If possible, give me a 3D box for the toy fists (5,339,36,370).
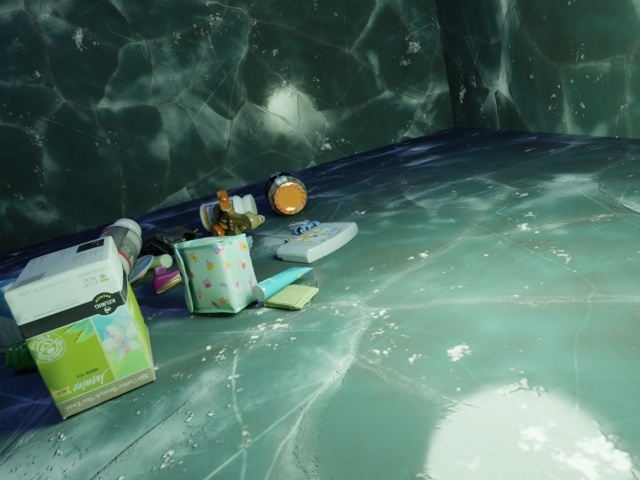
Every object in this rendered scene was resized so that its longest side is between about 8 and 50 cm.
[{"bbox_3d":[-0.801,0.306,1.333,0.279,0.096,0.142,-17,18,-9],"label":"toy fists"}]

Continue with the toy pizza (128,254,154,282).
[{"bbox_3d":[-0.796,0.138,1.892,0.201,0.032,0.201,-25,29,14],"label":"toy pizza"}]

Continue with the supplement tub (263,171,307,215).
[{"bbox_3d":[-0.187,-0.250,2.340,0.207,0.207,0.338,-18,17,-9],"label":"supplement tub"}]

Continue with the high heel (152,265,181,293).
[{"bbox_3d":[-0.521,0.138,1.692,0.244,0.082,0.117,-6,47,-17],"label":"high heel"}]

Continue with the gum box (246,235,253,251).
[{"bbox_3d":[-0.390,0.042,1.885,0.184,0.041,0.157,-15,18,5],"label":"gum box"}]

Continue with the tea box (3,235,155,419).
[{"bbox_3d":[-0.583,0.194,1.110,0.220,0.323,0.329,-21,17,-20],"label":"tea box"}]

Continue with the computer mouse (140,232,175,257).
[{"bbox_3d":[-0.725,0.034,2.008,0.272,0.188,0.072,-13,42,42],"label":"computer mouse"}]

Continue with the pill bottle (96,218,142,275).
[{"bbox_3d":[-0.879,0.038,1.899,0.176,0.176,0.318,-14,32,3],"label":"pill bottle"}]

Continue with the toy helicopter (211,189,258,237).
[{"bbox_3d":[-0.405,-0.116,2.063,0.140,0.235,0.355,-28,21,-35],"label":"toy helicopter"}]

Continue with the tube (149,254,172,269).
[{"bbox_3d":[-0.774,0.106,1.999,0.240,0.070,0.062,-8,64,32],"label":"tube"}]

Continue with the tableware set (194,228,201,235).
[{"bbox_3d":[-0.758,-0.027,2.408,0.194,0.039,0.128,-3,21,35],"label":"tableware set"}]

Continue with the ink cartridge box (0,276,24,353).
[{"bbox_3d":[-1.129,0.269,1.503,0.307,0.223,0.129,-13,17,8],"label":"ink cartridge box"}]

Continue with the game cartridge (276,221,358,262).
[{"bbox_3d":[0.000,0.000,1.676,0.198,0.062,0.297,-3,21,45],"label":"game cartridge"}]

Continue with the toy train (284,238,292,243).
[{"bbox_3d":[-0.127,0.005,1.821,0.023,0.017,0.083,-11,15,-22],"label":"toy train"}]

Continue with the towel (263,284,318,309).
[{"bbox_3d":[-0.088,0.165,1.282,0.148,0.027,0.110,0,23,38],"label":"towel"}]

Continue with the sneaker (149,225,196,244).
[{"bbox_3d":[-0.745,0.008,2.198,0.130,0.109,0.286,11,34,29],"label":"sneaker"}]

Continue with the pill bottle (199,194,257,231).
[{"bbox_3d":[-0.493,-0.152,2.373,0.278,0.162,0.162,-13,18,5],"label":"pill bottle"}]

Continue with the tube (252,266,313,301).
[{"bbox_3d":[-0.115,0.118,1.326,0.080,0.052,0.207,6,23,38],"label":"tube"}]

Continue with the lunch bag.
[{"bbox_3d":[-0.343,0.104,1.354,0.262,0.223,0.160,-5,13,30],"label":"lunch bag"}]

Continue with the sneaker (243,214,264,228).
[{"bbox_3d":[-0.378,-0.096,2.276,0.185,0.069,0.084,-3,11,16],"label":"sneaker"}]

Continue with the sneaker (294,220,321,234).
[{"bbox_3d":[-0.051,-0.049,1.870,0.144,0.053,0.059,-9,16,47],"label":"sneaker"}]
